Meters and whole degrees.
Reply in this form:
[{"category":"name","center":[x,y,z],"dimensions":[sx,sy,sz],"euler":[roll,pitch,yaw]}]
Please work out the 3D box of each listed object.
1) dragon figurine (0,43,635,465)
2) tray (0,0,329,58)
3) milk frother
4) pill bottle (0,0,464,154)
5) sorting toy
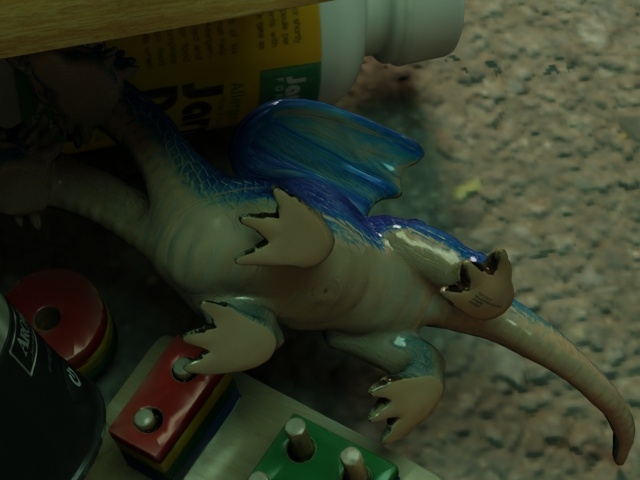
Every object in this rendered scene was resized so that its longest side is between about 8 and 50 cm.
[{"category":"dragon figurine","center":[0.000,0.000,0.646],"dimensions":[0.289,0.085,0.144],"euler":[15,22,-27]},{"category":"tray","center":[-0.130,-0.178,0.670],"dimensions":[0.203,0.076,0.411],"euler":[-12,29,-13]},{"category":"milk frother","center":[-0.175,0.049,0.585],"dimensions":[0.143,0.134,0.129],"euler":[-41,35,-8]},{"category":"pill bottle","center":[-0.050,-0.106,0.724],"dimensions":[0.208,0.117,0.117],"euler":[-11,60,-12]},{"category":"sorting toy","center":[-0.037,0.109,0.608],"dimensions":[0.274,0.046,0.132],"euler":[26,66,23]}]
